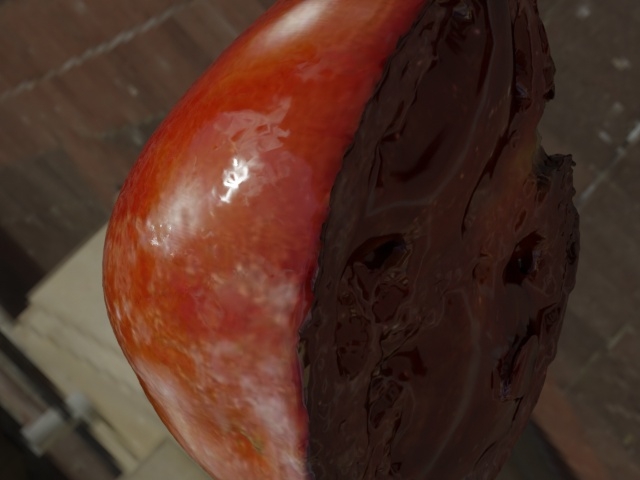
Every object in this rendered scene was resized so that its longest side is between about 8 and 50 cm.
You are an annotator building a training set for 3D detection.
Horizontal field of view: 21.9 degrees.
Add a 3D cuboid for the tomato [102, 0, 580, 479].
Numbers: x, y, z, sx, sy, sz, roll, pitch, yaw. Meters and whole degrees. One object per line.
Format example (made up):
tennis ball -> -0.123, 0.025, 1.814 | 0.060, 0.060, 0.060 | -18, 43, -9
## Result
tomato -> 0.000, 0.000, 0.609 | 0.140, 0.200, 0.233 | 13, 133, 29
